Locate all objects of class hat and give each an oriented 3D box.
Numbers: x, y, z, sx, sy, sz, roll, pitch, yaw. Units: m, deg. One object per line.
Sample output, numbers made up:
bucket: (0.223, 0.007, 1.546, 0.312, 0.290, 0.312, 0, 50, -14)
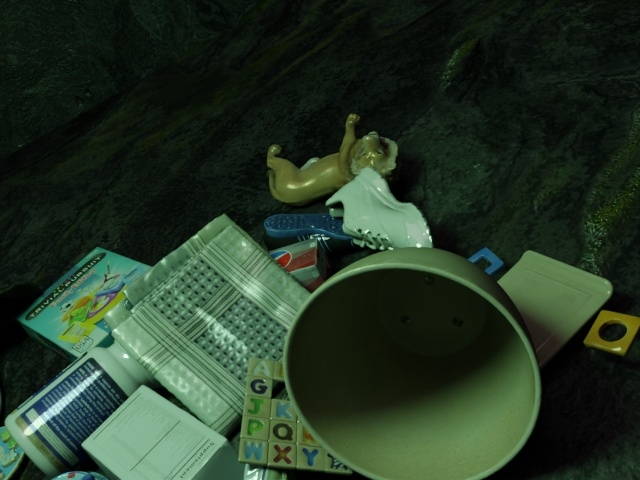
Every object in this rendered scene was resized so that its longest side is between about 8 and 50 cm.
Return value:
hat: (-0.810, 0.146, 1.672, 0.331, 0.134, 0.331, -32, -8, -5)

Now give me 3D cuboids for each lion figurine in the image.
lion figurine: (0.014, -0.153, 1.674, 0.392, 0.142, 0.240, -24, 38, 30)

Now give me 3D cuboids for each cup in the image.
cup: (0.140, 0.141, 1.037, 0.331, 0.331, 0.237, -12, 16, 21)

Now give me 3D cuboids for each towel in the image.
towel: (-0.178, 0.135, 1.307, 0.324, 0.056, 0.312, 40, 68, 17)

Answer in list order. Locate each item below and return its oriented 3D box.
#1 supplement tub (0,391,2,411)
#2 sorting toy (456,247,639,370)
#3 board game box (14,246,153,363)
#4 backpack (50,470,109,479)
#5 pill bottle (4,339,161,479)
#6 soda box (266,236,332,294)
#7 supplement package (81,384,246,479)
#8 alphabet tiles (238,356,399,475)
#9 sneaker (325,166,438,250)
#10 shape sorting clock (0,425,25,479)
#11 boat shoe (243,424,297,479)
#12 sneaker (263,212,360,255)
supplement tub: (-0.845, 0.343, 1.467, 0.331, 0.241, 0.241, -28, 33, -3)
sorting toy: (0.328, 0.118, 1.140, 0.196, 0.047, 0.348, -44, 34, -13)
board game box: (-0.491, 0.149, 1.633, 0.336, 0.079, 0.254, 14, 50, 45)
backpack: (-0.370, 0.421, 1.108, 0.158, 0.117, 0.173, -41, 55, -19)
pill bottle: (-0.408, 0.287, 1.320, 0.265, 0.153, 0.153, -41, 36, -20)
soda box: (-0.112, 0.084, 1.454, 0.263, 0.083, 0.092, -17, 36, 15)
supplement package: (-0.228, 0.348, 1.129, 0.244, 0.133, 0.139, 16, 52, 46)
alphabet tiles: (0.004, 0.259, 1.088, 0.237, 0.009, 0.198, 8, 35, -6)
sneaker: (0.120, -0.024, 1.404, 0.129, 0.111, 0.297, -33, 40, -9)
shape sorting clock: (-0.646, 0.431, 1.391, 0.206, 0.040, 0.206, -18, 34, 13)
boat shoe: (-0.053, 0.388, 1.002, 0.094, 0.109, 0.302, -6, 47, 8)
sneaker: (0.000, 0.000, 1.507, 0.232, 0.090, 0.081, 4, 39, 7)
